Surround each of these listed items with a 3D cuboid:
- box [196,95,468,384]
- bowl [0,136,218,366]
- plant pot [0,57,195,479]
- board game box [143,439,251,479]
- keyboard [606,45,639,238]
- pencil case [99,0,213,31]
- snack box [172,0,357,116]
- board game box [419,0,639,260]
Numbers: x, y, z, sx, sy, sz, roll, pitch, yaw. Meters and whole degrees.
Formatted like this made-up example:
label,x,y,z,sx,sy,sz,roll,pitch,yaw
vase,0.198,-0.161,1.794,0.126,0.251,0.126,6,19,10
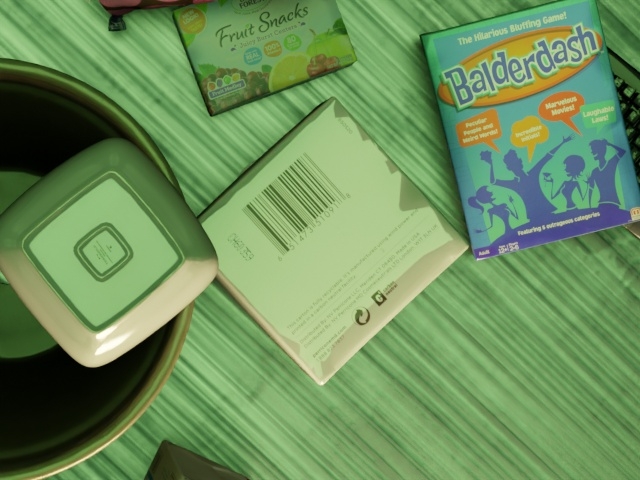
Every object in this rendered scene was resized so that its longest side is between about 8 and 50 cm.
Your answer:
label,x,y,z,sx,sy,sz,roll,pitch,yaw
box,0.000,0.000,1.561,0.181,0.119,0.182,-43,95,-4
bowl,-0.159,0.007,1.300,0.142,0.053,0.142,-38,93,-5
plant pot,-0.266,0.025,1.454,0.323,0.280,0.323,0,90,-6
board game box,-0.151,0.337,1.497,0.097,0.224,0.303,27,88,-8
keyboard,0.338,-0.096,1.639,0.317,0.033,0.201,38,87,-5
pencil case,-0.098,-0.240,1.523,0.209,0.098,0.095,-5,105,24
snack box,-0.050,-0.182,1.595,0.141,0.037,0.100,-21,91,-5
board game box,0.191,-0.103,1.595,0.160,0.047,0.210,-15,97,4
